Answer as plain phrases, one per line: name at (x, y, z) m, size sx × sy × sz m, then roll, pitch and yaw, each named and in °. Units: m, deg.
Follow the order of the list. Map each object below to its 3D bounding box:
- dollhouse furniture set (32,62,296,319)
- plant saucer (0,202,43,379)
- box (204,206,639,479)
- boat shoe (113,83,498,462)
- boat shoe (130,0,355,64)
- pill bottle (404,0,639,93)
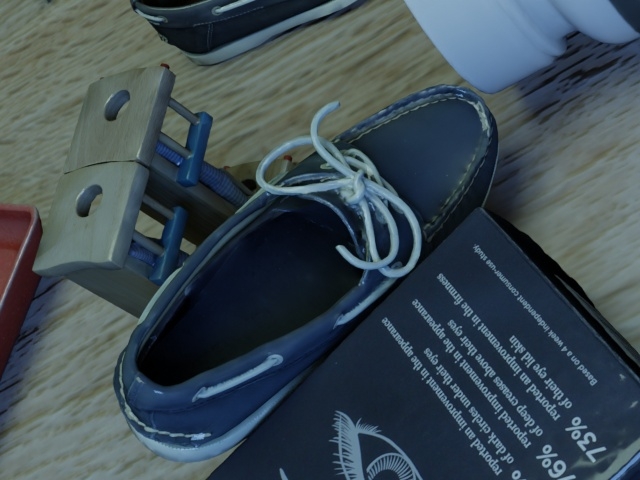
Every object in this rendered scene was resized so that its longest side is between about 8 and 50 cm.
dollhouse furniture set at (-0.040, -0.023, 0.760) m, size 0.184 × 0.129 × 0.129 m, roll -7°, pitch 61°, yaw 37°
plant saucer at (-0.315, 0.095, 0.975) m, size 0.258 × 0.048 × 0.259 m, roll 4°, pitch 69°, yaw 40°
box at (0.064, 0.117, 0.608) m, size 0.207 × 0.108 × 0.153 m, roll -45°, pitch 46°, yaw 10°
boat shoe at (0.000, 0.000, 0.653) m, size 0.254 × 0.079 × 0.095 m, roll -38°, pitch 71°, yaw -20°
boat shoe at (-0.021, -0.194, 0.884) m, size 0.233 × 0.079 × 0.084 m, roll -23°, pitch 51°, yaw 26°
pill bottle at (0.172, -0.200, 0.668) m, size 0.283 × 0.161 × 0.161 m, roll -29°, pitch 50°, yaw 23°
